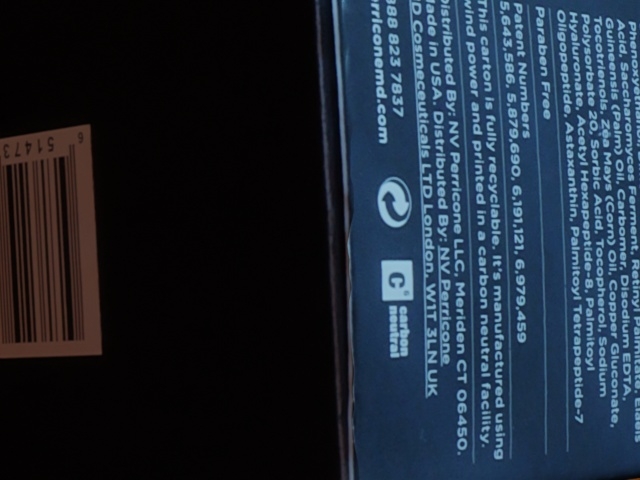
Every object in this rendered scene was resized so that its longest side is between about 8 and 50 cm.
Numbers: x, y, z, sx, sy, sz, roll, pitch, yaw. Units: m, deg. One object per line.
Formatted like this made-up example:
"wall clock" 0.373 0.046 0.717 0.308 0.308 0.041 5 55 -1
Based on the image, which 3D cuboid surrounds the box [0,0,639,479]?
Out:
"box" 0.000 0.000 1.141 0.480 0.297 0.472 -5 -3 44
